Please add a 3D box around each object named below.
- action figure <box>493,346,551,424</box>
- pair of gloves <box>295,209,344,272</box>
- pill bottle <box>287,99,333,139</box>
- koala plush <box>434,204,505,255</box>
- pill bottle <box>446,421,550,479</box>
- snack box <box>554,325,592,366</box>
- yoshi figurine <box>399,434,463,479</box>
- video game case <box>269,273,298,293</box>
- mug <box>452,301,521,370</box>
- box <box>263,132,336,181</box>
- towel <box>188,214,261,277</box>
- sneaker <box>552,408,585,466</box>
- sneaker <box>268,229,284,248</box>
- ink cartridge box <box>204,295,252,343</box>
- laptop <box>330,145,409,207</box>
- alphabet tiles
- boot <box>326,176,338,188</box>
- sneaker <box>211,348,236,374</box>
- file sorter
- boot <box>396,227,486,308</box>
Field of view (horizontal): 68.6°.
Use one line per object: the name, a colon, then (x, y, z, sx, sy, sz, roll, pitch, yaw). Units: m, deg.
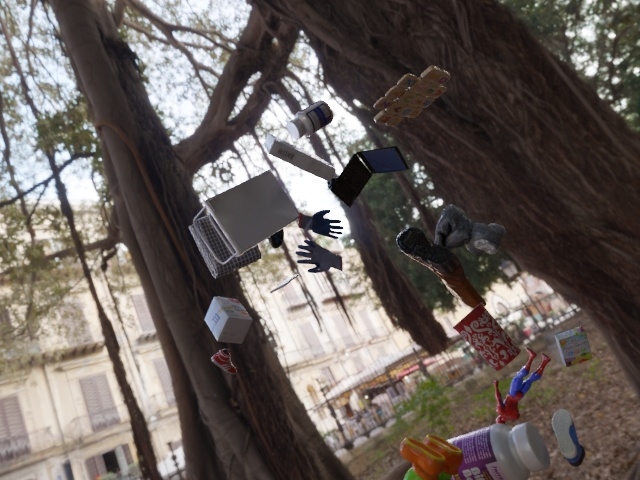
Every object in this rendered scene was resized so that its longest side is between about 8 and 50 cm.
action figure: (0.636, 0.475, 1.547, 0.139, 0.091, 0.281, -105, 37, -78)
pair of gloves: (0.000, 0.000, 1.332, 0.159, 0.199, 0.023, 12, -21, -33)
pill bottle: (-0.046, -0.510, 2.001, 0.186, 0.112, 0.112, -36, -16, -22)
koala plush: (0.540, -0.016, 1.684, 0.196, 0.221, 0.204, -36, -48, -47)
pill bottle: (0.500, 0.643, 1.381, 0.301, 0.169, 0.169, -36, -21, 30)
snack box: (0.939, 0.395, 1.739, 0.100, 0.141, 0.037, -23, 24, 9)
yoshi figurine: (0.192, 0.629, 1.070, 0.203, 0.363, 0.203, 14, -3, 4)
video game case: (-0.150, 0.179, 1.953, 0.087, 0.011, 0.122, -30, 3, 30)
mug: (0.495, 0.271, 1.360, 0.150, 0.169, 0.113, -29, -22, -30)
box: (-0.085, -0.305, 1.694, 0.232, 0.322, 0.059, 23, -78, -16)
towel: (-0.424, -0.001, 2.111, 0.234, 0.284, 0.121, -24, -5, -29)
sneaker: (0.717, 0.572, 1.353, 0.058, 0.085, 0.152, -24, 26, 27)
sneaker: (-0.216, -0.063, 1.977, 0.080, 0.211, 0.081, -9, -13, -41)
ink cartridge box: (-0.403, 0.349, 2.056, 0.128, 0.176, 0.128, 16, -74, -40)
laptop: (0.195, -0.239, 1.818, 0.265, 0.136, 0.234, -56, -26, 1)
alphabet tiles: (0.328, -0.511, 1.688, 0.277, 0.021, 0.284, -5, -26, -49)
boot: (0.087, -0.277, 2.122, 0.099, 0.045, 0.121, -8, -28, -26)
sneaker: (-0.338, 0.446, 1.731, 0.067, 0.042, 0.118, -44, -60, 7)
file sorter: (-0.249, -0.071, 1.552, 0.277, 0.193, 0.173, -35, 1, -41)
boot: (0.395, 0.088, 1.535, 0.096, 0.264, 0.280, -53, -53, -10)
